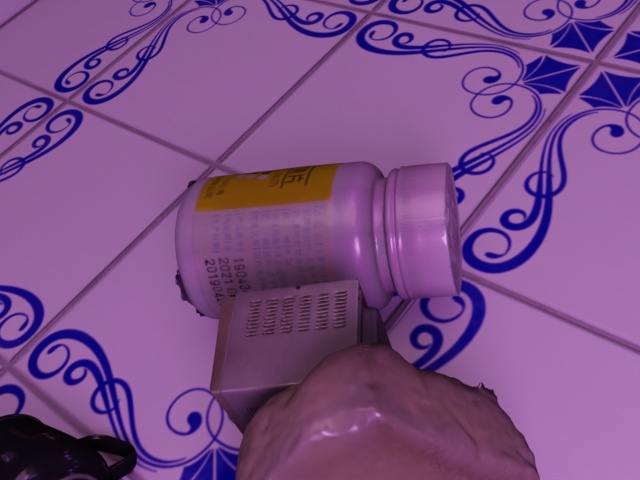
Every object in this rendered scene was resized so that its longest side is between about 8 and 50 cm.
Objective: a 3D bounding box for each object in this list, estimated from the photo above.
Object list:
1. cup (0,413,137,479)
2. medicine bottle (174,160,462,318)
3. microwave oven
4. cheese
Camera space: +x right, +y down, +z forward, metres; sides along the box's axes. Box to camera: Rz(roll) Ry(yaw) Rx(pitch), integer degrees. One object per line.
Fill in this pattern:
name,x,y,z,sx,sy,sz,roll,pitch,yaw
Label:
cup,-0.354,0.311,0.961,0.176,0.169,0.223,14,21,38
medicine bottle,0.000,0.000,1.053,0.379,0.213,0.213,-4,49,15
microwave oven,0.001,0.171,0.881,0.194,0.240,0.145,-10,47,11
cheese,0.064,0.250,0.742,0.318,0.326,0.115,-5,34,2
